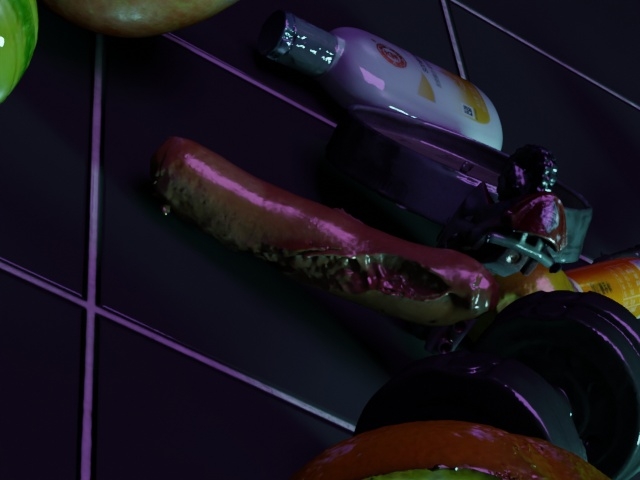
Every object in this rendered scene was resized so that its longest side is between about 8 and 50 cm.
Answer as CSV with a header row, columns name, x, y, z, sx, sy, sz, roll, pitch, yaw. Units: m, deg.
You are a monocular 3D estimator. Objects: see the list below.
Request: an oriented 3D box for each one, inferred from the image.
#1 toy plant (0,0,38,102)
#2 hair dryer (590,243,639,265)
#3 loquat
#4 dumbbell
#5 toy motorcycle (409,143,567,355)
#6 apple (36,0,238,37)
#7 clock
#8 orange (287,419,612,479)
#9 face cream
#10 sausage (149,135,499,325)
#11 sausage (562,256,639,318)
name,x,y,z,sx,sy,sz,roll,pitch,yaw
toy plant,-0.342,-0.109,1.433,0.224,0.184,0.316,32,43,-3
hair dryer,0.444,0.056,2.235,0.359,0.120,0.304,-2,60,-38
loquat,0.200,0.074,1.847,0.137,0.113,0.137,34,13,-9
dumbbell,0.163,0.154,1.592,0.185,0.185,0.388,45,26,12
toy motorcycle,0.156,0.018,1.752,0.082,0.213,0.122,27,18,-22
apple,-0.222,-0.303,1.849,0.293,0.163,0.251,58,20,9
clock,0.139,-0.060,1.936,0.280,0.055,0.280,22,12,-5
orange,0.113,0.253,1.311,0.310,0.274,0.274,38,26,17
face cream,0.064,-0.171,2.098,0.291,0.071,0.144,23,28,-28
sausage,-0.001,0.001,1.694,0.326,0.087,0.079,23,54,2
sausage,0.297,0.057,2.034,0.071,0.071,0.234,49,29,20
